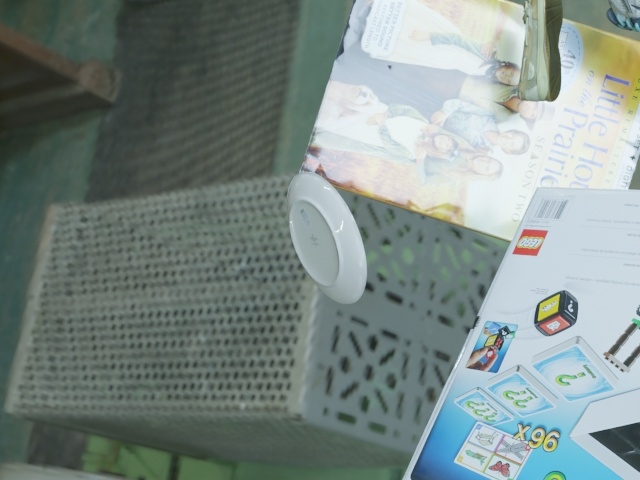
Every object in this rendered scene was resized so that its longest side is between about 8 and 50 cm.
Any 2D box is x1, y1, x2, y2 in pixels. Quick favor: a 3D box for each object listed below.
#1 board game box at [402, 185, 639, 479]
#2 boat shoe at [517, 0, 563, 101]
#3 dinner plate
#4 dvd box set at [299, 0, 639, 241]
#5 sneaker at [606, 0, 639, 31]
[{"bbox_3d":[0.198,0.069,0.567,0.305,0.053,0.193,6,61,46],"label":"board game box"},{"bbox_3d":[0.248,-0.236,1.425,0.048,0.056,0.153,5,109,33],"label":"boat shoe"},{"bbox_3d":[0.000,0.000,1.238,0.141,0.017,0.141,40,141,44],"label":"dinner plate"},{"bbox_3d":[0.215,-0.165,1.640,0.421,0.062,0.307,18,92,1],"label":"dvd box set"},{"bbox_3d":[0.399,-0.276,1.416,0.283,0.110,0.122,62,140,29],"label":"sneaker"}]
